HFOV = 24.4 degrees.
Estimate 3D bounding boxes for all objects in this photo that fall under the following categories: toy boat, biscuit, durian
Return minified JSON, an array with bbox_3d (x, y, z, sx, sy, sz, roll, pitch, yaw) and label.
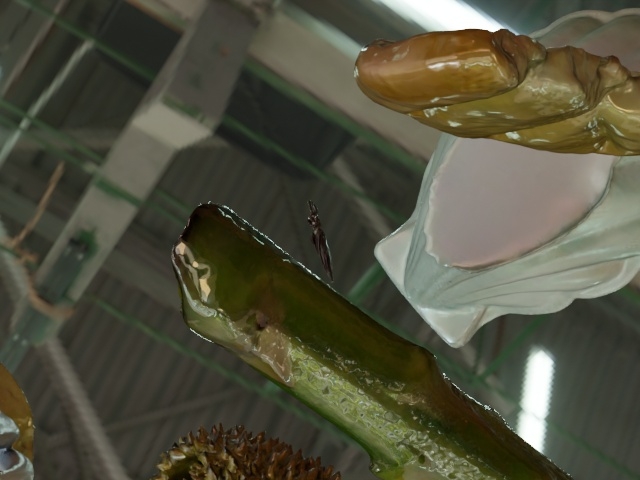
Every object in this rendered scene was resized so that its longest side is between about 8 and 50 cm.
[{"bbox_3d":[0.163,-0.049,1.071,0.199,0.290,0.100,51,-164,20],"label":"toy boat"},{"bbox_3d":[0.117,-0.079,0.818,0.299,0.154,0.045,4,-92,-48],"label":"biscuit"},{"bbox_3d":[-0.076,0.299,1.372,0.258,0.258,0.293,25,-147,-18],"label":"durian"}]

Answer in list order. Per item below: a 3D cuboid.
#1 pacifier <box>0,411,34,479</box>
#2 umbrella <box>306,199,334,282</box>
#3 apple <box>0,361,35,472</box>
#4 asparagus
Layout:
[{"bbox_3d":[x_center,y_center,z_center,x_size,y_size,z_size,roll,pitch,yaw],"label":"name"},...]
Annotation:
[{"bbox_3d":[-0.316,0.089,1.088,0.238,0.225,0.287,13,-176,11],"label":"pacifier"},{"bbox_3d":[-0.002,-0.002,1.300,0.022,0.013,0.122,49,-165,-31],"label":"umbrella"},{"bbox_3d":[-0.432,0.229,1.549,0.279,0.279,0.279,22,-139,-21],"label":"apple"},{"bbox_3d":[0.035,0.093,0.935,0.343,0.085,0.082,37,-140,-22],"label":"asparagus"}]
